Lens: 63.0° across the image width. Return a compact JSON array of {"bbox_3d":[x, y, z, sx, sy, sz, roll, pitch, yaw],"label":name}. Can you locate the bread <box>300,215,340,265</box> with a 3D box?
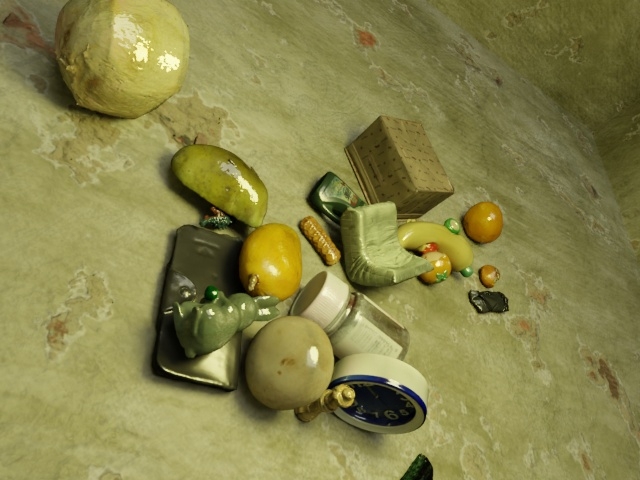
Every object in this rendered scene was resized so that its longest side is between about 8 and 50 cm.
[{"bbox_3d":[0.000,0.000,1.458,0.052,0.044,0.157,-32,84,-41],"label":"bread"}]

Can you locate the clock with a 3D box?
[{"bbox_3d":[0.130,0.352,1.196,0.230,0.230,0.083,37,44,-15],"label":"clock"}]

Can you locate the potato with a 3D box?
[{"bbox_3d":[-0.227,-0.158,1.292,0.272,0.111,0.160,34,24,-12],"label":"potato"}]

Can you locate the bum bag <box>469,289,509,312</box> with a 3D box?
[{"bbox_3d":[0.592,0.208,1.811,0.198,0.049,0.087,6,54,-37],"label":"bum bag"}]

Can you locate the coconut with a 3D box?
[{"bbox_3d":[-0.460,-0.430,1.188,0.255,0.297,0.297,9,58,-37],"label":"coconut"}]

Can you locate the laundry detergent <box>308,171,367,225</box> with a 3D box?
[{"bbox_3d":[0.074,-0.095,1.563,0.222,0.078,0.144,42,45,-13],"label":"laundry detergent"}]

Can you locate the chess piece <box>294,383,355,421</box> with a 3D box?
[{"bbox_3d":[0.013,0.353,1.141,0.060,0.172,0.060,21,53,-30],"label":"chess piece"}]

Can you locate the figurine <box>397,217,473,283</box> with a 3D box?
[{"bbox_3d":[0.361,0.040,1.685,0.325,0.124,0.222,9,60,-32],"label":"figurine"}]

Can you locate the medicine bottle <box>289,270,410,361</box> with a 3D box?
[{"bbox_3d":[0.074,0.210,1.294,0.273,0.165,0.165,39,45,-12],"label":"medicine bottle"}]

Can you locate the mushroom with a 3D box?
[{"bbox_3d":[-0.059,0.273,1.146,0.204,0.204,0.204,21,51,-28],"label":"mushroom"}]

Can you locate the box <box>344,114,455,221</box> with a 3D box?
[{"bbox_3d":[0.263,-0.232,1.730,0.225,0.190,0.297,-4,66,-43],"label":"box"}]

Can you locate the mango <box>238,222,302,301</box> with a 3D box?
[{"bbox_3d":[-0.110,0.048,1.260,0.176,0.119,0.317,56,24,-16],"label":"mango"}]

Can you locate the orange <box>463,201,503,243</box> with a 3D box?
[{"bbox_3d":[0.601,-0.067,1.938,0.136,0.159,0.158,-4,55,8],"label":"orange"}]

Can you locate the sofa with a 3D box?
[{"bbox_3d":[0.183,0.004,1.472,0.210,0.176,0.225,-11,95,-45],"label":"sofa"}]

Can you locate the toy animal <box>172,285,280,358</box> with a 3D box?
[{"bbox_3d":[-0.196,0.161,1.087,0.236,0.108,0.138,3,89,-57],"label":"toy animal"}]

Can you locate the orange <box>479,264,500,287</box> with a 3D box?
[{"bbox_3d":[0.607,0.124,1.871,0.086,0.062,0.086,22,48,-26],"label":"orange"}]

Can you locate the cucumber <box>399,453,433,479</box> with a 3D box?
[{"bbox_3d":[0.214,0.602,1.241,0.220,0.046,0.070,-28,90,-47],"label":"cucumber"}]

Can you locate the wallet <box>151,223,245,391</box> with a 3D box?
[{"bbox_3d":[-0.254,0.135,1.154,0.197,0.051,0.377,23,49,-28],"label":"wallet"}]

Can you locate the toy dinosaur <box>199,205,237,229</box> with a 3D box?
[{"bbox_3d":[-0.247,-0.051,1.268,0.055,0.049,0.154,50,24,9],"label":"toy dinosaur"}]
